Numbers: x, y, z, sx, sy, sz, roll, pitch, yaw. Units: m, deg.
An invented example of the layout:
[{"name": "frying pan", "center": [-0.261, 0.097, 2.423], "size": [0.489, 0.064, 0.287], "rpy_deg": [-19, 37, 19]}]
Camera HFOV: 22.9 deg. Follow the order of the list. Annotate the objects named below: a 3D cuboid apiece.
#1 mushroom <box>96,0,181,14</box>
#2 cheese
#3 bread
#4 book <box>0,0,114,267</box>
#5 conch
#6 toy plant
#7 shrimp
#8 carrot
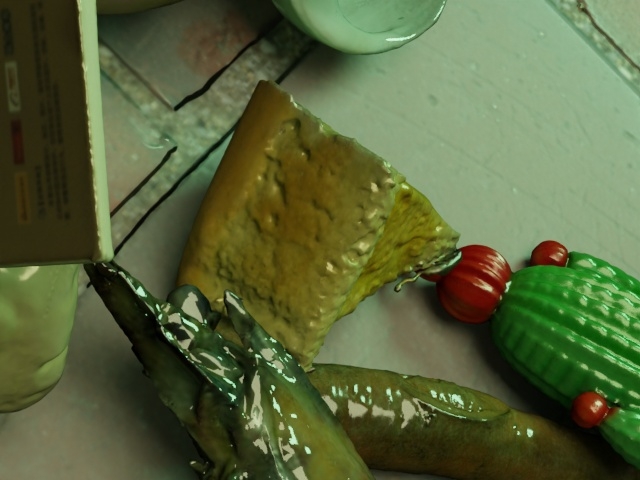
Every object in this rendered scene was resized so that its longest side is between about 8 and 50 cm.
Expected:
[{"name": "mushroom", "center": [-0.114, -0.204, 1.003], "size": [0.173, 0.162, 0.236], "rpy_deg": [32, 31, -10]}, {"name": "cheese", "center": [-0.196, -0.033, 0.897], "size": [0.093, 0.159, 0.262], "rpy_deg": [-2, 69, -21]}, {"name": "bread", "center": [0.000, 0.000, 1.013], "size": [0.140, 0.169, 0.160], "rpy_deg": [34, 14, 22]}, {"name": "book", "center": [-0.241, -0.088, 0.797], "size": [0.021, 0.310, 0.216], "rpy_deg": [-9, 95, -61]}, {"name": "conch", "center": [0.023, -0.230, 1.105], "size": [0.185, 0.121, 0.221], "rpy_deg": [35, 66, -11]}, {"name": "toy plant", "center": [0.187, 0.064, 1.091], "size": [0.240, 0.088, 0.155], "rpy_deg": [43, 41, 21]}, {"name": "shrimp", "center": [-0.056, 0.212, 0.897], "size": [0.272, 0.085, 0.445], "rpy_deg": [-27, 96, -31]}, {"name": "carrot", "center": [0.114, 0.133, 1.047], "size": [0.342, 0.070, 0.070], "rpy_deg": [14, 65, -24]}]
